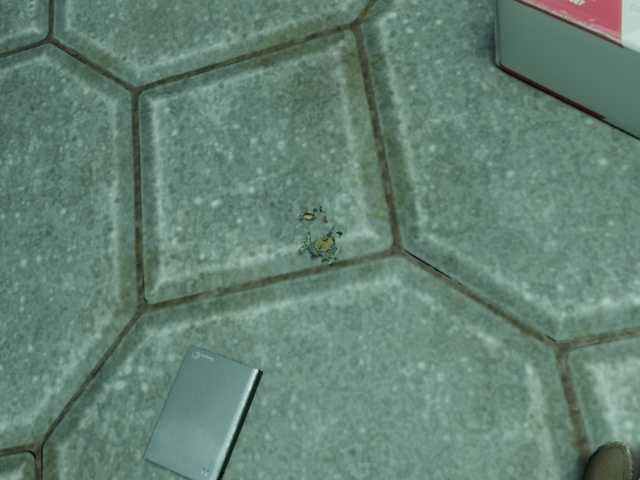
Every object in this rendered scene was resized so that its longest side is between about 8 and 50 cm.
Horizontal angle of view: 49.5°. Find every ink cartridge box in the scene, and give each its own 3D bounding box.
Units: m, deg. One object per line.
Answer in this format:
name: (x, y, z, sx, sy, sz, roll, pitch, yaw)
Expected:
ink cartridge box: (0.408, -0.312, 0.734, 0.279, 0.160, 0.385, 35, 83, 25)

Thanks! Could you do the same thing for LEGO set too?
LEGO set: (0.002, -0.002, 0.820, 0.054, 0.023, 0.083, -7, 55, 12)

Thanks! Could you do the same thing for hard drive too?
hard drive: (-0.131, 0.195, 0.781, 0.094, 0.022, 0.135, 15, 75, 22)

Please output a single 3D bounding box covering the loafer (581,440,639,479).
loafer: (0.274, 0.250, 0.594, 0.366, 0.134, 0.130, -36, 40, -10)
